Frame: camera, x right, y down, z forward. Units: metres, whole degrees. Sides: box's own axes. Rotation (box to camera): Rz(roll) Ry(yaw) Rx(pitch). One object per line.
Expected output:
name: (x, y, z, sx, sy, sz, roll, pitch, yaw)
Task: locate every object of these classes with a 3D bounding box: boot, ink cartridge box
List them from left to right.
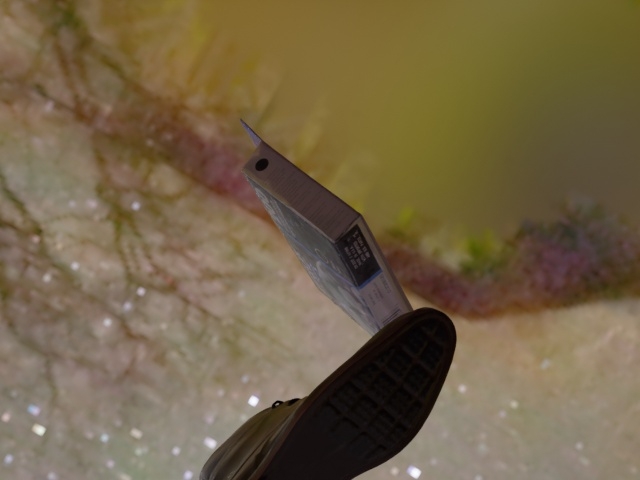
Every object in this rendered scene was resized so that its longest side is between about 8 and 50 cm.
boot: (-0.006, 0.117, 1.026, 0.082, 0.219, 0.106, 41, 180, -29)
ink cartridge box: (0.000, 0.000, 1.521, 0.208, 0.045, 0.206, 41, 168, 42)
